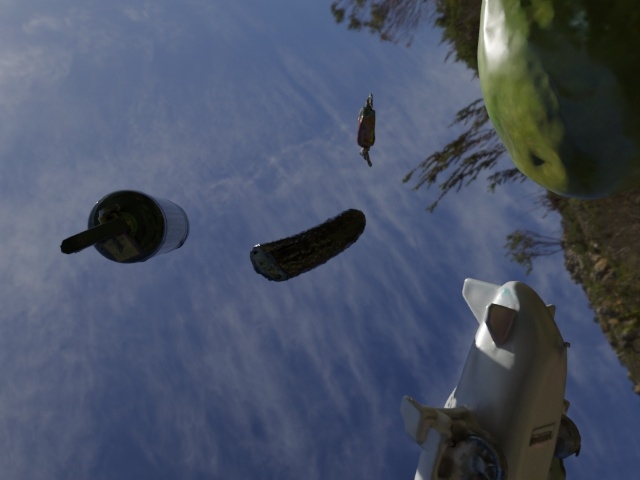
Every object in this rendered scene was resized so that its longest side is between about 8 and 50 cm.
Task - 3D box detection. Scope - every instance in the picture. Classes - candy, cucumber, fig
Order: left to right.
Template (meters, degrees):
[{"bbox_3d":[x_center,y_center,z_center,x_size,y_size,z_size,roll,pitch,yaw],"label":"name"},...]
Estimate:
[{"bbox_3d":[0.001,0.003,0.738,0.245,0.067,0.067,-23,-112,-43],"label":"cucumber"},{"bbox_3d":[0.109,-0.263,1.133,0.046,0.182,0.053,1,-144,4],"label":"candy"},{"bbox_3d":[0.266,-0.204,0.450,0.233,0.314,0.233,-14,-146,10],"label":"fig"}]

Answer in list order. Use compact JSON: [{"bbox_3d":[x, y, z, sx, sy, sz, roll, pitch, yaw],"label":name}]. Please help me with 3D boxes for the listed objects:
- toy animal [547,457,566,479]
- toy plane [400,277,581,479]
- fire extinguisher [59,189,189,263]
[{"bbox_3d":[0.297,0.341,0.610,0.073,0.176,0.217,-9,-114,6],"label":"toy animal"},{"bbox_3d":[0.177,0.165,0.473,0.252,0.118,0.252,-6,-80,-37],"label":"toy plane"},{"bbox_3d":[-0.258,-0.016,0.668,0.114,0.311,0.095,-24,-85,-8],"label":"fire extinguisher"}]
